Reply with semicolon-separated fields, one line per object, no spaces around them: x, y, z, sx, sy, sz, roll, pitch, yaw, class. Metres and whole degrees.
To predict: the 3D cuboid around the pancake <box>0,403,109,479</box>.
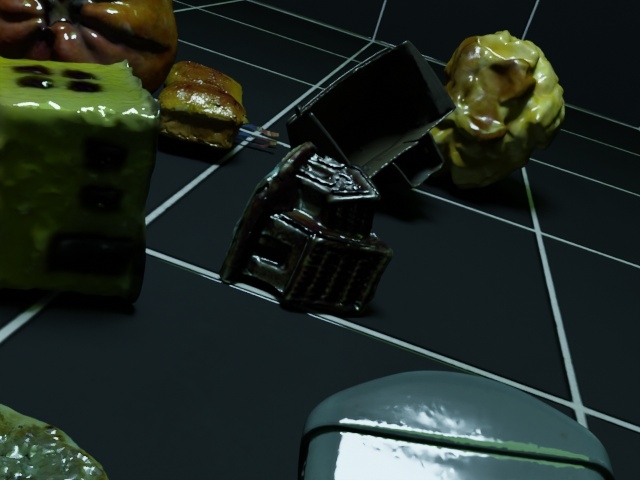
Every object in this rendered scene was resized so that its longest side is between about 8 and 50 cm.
-0.229;0.156;0.355;0.254;0.037;0.253;15;25;-7;pancake

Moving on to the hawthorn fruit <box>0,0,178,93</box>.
-0.341;-0.318;1.033;0.277;0.277;0.298;13;3;-10;hawthorn fruit

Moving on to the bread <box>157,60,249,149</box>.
-0.180;-0.217;1.098;0.139;0.077;0.271;12;22;-11;bread

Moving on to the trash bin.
0.065;0.179;0.363;0.177;0.101;0.236;9;36;5;trash bin

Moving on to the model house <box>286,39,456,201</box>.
0.067;-0.162;1.092;0.204;0.211;0.243;55;-14;-12;model house

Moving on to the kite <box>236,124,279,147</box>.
-0.188;-0.189;1.140;0.245;0.015;0.141;11;26;-5;kite

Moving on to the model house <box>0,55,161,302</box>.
-0.272;-0.064;0.609;0.234;0.193;0.175;4;29;-23;model house

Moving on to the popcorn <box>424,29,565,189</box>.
0.286;-0.206;1.236;0.225;0.265;0.332;39;-13;5;popcorn

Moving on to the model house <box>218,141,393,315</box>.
0.003;-0.007;0.742;0.152;0.165;0.106;26;9;15;model house
